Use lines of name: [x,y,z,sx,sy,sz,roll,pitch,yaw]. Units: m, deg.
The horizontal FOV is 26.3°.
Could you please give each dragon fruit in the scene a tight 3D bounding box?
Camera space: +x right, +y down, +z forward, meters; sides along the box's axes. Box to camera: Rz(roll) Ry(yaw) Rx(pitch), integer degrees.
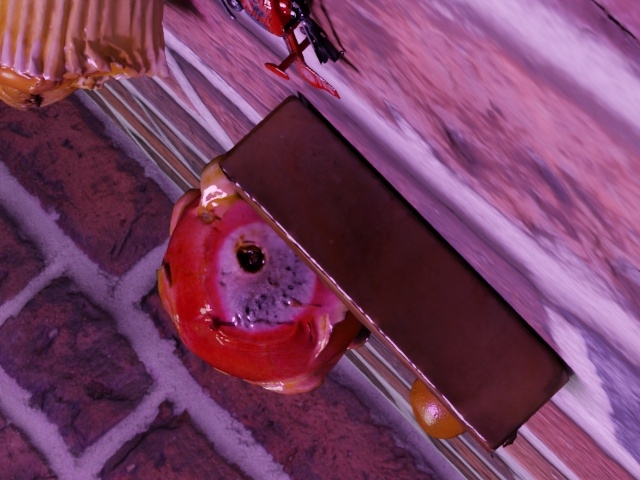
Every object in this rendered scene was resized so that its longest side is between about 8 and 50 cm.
dragon fruit: [-0.042,0.027,1.244,0.224,0.224,0.227,48,176,-6]

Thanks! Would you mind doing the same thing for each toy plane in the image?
toy plane: [-0.024,-0.135,0.805,0.060,0.037,0.145,32,163,31]

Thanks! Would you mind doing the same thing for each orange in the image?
orange: [0.141,0.188,1.578,0.085,0.085,0.085,47,174,6]

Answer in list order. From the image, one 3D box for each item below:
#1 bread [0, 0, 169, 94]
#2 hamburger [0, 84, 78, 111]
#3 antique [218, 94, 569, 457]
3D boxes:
bread: [-0.237,-0.200,1.187,0.179,0.133,0.250,3,-166,-35]
hamburger: [-0.344,-0.284,1.430,0.304,0.174,0.284,48,171,-9]
antique: [0.056,0.029,1.070,0.310,0.087,0.093,46,176,11]
